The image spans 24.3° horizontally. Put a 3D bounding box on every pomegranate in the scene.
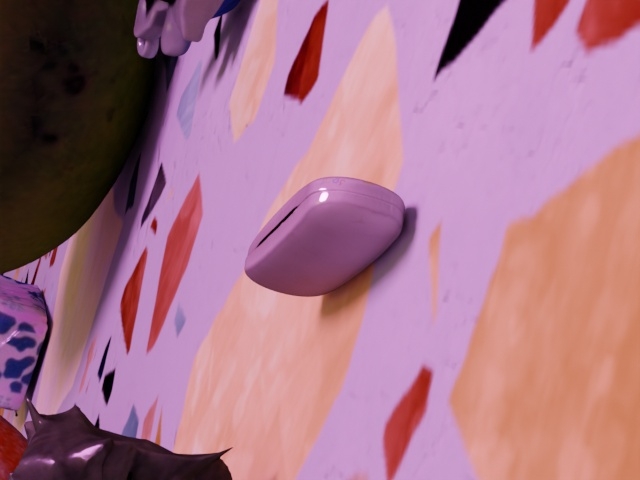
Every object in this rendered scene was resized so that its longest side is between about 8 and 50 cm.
[{"bbox_3d":[-0.211,-0.120,1.027,0.358,0.216,0.309,-14,-58,-74],"label":"pomegranate"}]

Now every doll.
[{"bbox_3d":[-0.060,-0.164,0.765,0.195,0.070,0.096,-54,43,43],"label":"doll"}]

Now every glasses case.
[{"bbox_3d":[0.000,0.000,0.479,0.083,0.032,0.021,136,144,-63],"label":"glasses case"}]

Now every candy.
[{"bbox_3d":[-0.279,0.083,1.277,0.160,0.073,0.092,-146,76,-74],"label":"candy"}]

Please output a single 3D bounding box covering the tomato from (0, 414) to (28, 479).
[{"bbox_3d":[-0.217,0.190,0.770,0.232,0.188,0.232,-51,18,24],"label":"tomato"}]

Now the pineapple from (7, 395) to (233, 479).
[{"bbox_3d":[-0.095,0.181,0.496,0.128,0.128,0.248,144,143,-66],"label":"pineapple"}]
